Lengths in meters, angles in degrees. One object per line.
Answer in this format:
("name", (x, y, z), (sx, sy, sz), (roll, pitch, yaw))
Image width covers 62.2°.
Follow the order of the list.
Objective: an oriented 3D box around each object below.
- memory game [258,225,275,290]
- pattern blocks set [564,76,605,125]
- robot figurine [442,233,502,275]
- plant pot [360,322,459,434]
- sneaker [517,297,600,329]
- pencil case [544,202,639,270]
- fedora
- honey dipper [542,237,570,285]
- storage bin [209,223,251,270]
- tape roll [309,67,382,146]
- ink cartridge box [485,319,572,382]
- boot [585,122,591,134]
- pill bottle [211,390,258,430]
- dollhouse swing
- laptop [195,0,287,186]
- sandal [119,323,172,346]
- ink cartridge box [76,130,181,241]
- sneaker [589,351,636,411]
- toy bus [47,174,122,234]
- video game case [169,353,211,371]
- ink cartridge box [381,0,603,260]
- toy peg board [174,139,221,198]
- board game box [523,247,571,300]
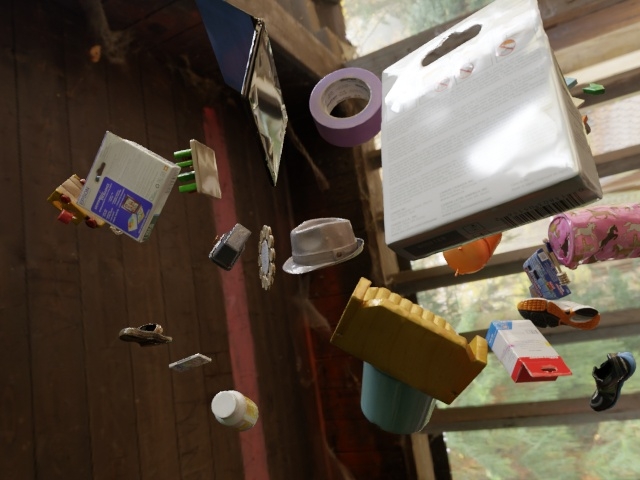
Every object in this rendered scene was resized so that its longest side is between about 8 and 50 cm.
("memory game", (-0.150, 0.049, 1.482), (0.186, 0.012, 0.186), (179, 90, -72))
("pattern blocks set", (0.615, -0.339, 1.475), (0.026, 0.324, 0.285), (53, -172, -31))
("robot figurine", (0.404, 0.002, 1.417), (0.128, 0.158, 0.219), (50, -133, -3))
("plant pot", (0.287, 0.461, 1.852), (0.341, 0.341, 0.334), (-48, -32, -60))
("sneaker", (0.799, 0.246, 1.817), (0.121, 0.262, 0.099), (-47, -33, -82))
("pencil case", (0.875, -0.018, 1.559), (0.167, 0.386, 0.160), (90, 171, -51))
("fedora", (0.000, 0.000, 1.690), (0.243, 0.275, 0.124), (-143, 39, -72))
("honey dipper", (0.740, 0.065, 1.674), (0.161, 0.030, 0.030), (63, -153, -3))
("storage bin", (-0.284, 0.010, 1.684), (0.098, 0.091, 0.135), (35, -139, -9))
("tape roll", (0.072, -0.337, 1.344), (0.080, 0.188, 0.189), (58, -153, -62))
("ink cartridge box", (0.588, 0.328, 1.512), (0.231, 0.134, 0.078), (-110, 24, -57))
("boot", (0.751, -0.316, 1.713), (0.137, 0.197, 0.077), (125, 136, -62))
("pill bottle", (-0.301, 0.592, 1.852), (0.208, 0.117, 0.118), (66, -159, -60))
("dollhouse swing", (0.255, 0.201, 1.416), (0.305, 0.346, 0.315), (-56, -10, -42))
("laptop", (-0.240, -0.423, 1.480), (0.382, 0.236, 0.408), (76, -162, -62))
("sandal", (-0.481, 0.257, 1.472), (0.219, 0.090, 0.060), (48, -147, -66))
("ink cartridge box", (-0.476, -0.134, 1.312), (0.206, 0.208, 0.045), (-63, -12, 8))
("sneaker", (0.691, 0.338, 1.288), (0.067, 0.078, 0.188), (-76, -8, -55))
("toy bus", (-0.726, -0.096, 1.626), (0.191, 0.104, 0.202), (5, -117, -48))
("video game case", (-0.467, 0.441, 1.906), (0.087, 0.122, 0.011), (51, -160, -58))
("ink cartridge box", (0.245, -0.188, 0.865), (0.091, 0.308, 0.385), (28, -128, -39))
("toy peg board", (-0.383, -0.210, 1.646), (0.160, 0.079, 0.161), (13, -113, -80))
("board game box", (0.833, 0.152, 2.007), (0.194, 0.060, 0.194), (88, 158, -68))
